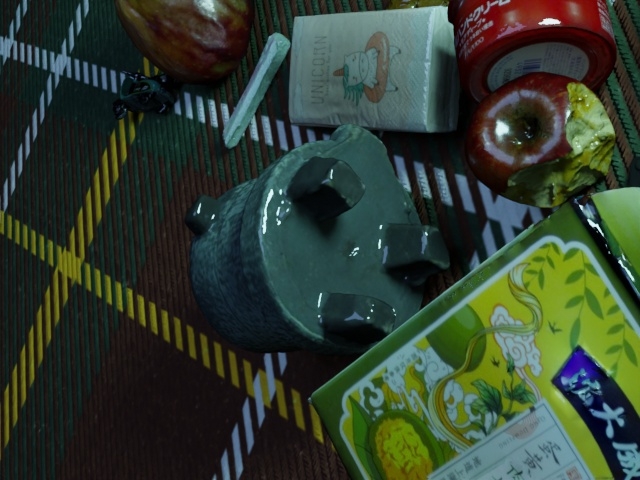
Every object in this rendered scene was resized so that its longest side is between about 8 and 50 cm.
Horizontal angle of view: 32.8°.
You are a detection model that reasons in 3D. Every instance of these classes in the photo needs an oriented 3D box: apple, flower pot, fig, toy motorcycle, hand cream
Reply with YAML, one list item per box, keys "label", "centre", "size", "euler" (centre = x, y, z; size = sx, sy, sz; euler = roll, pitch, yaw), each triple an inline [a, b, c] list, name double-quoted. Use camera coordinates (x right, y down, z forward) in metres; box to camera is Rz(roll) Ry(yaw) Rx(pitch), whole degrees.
- label: "apple"
  centre: [0.256, -0.117, 1.274]
  size: [0.147, 0.158, 0.156]
  euler: [31, 96, 34]
- label: "flower pot"
  centre: [0.000, 0.000, 1.400]
  size: [0.283, 0.299, 0.299]
  euler: [-12, 65, 52]
- label: "fig"
  centre: [-0.232, -0.396, 1.869]
  size: [0.263, 0.224, 0.224]
  euler: [40, 108, 3]
- label: "toy motorcycle"
  centre: [-0.328, -0.280, 2.038]
  size: [0.173, 0.058, 0.100]
  euler: [-7, 61, 43]
- label: "hand cream"
  centre: [0.254, -0.249, 1.310]
  size: [0.193, 0.193, 0.125]
  euler: [-28, 54, 36]

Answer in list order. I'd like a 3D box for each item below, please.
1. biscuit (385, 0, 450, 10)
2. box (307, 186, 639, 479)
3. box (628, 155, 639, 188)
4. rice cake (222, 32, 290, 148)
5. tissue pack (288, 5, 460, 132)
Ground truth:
- label: "biscuit"
  centre: [0.167, -0.332, 1.548]
  size: [0.226, 0.042, 0.226]
  euler: [-20, 61, 40]
- label: "box"
  centre: [0.226, 0.211, 1.051]
  size: [0.420, 0.138, 0.373]
  euler: [-41, 69, 37]
- label: "box"
  centre: [0.394, -0.042, 1.193]
  size: [0.126, 0.027, 0.125]
  euler: [-8, 68, 45]
- label: "rice cake"
  centre: [-0.110, -0.248, 1.810]
  size: [0.033, 0.033, 0.208]
  euler: [35, 100, 38]
- label: "tissue pack"
  centre: [0.068, -0.242, 1.550]
  size: [0.325, 0.071, 0.170]
  euler: [12, 102, 53]
